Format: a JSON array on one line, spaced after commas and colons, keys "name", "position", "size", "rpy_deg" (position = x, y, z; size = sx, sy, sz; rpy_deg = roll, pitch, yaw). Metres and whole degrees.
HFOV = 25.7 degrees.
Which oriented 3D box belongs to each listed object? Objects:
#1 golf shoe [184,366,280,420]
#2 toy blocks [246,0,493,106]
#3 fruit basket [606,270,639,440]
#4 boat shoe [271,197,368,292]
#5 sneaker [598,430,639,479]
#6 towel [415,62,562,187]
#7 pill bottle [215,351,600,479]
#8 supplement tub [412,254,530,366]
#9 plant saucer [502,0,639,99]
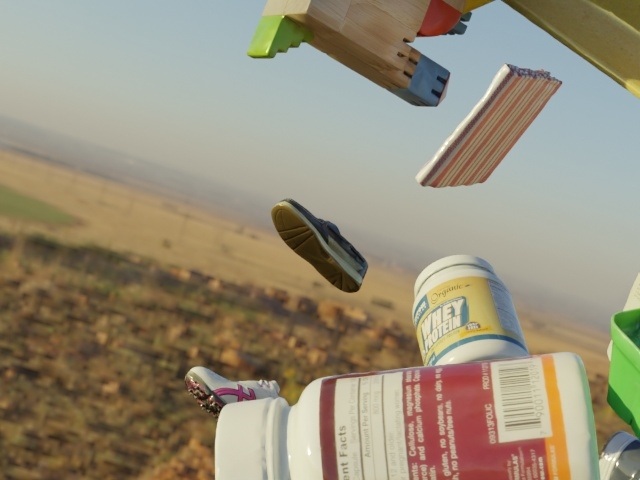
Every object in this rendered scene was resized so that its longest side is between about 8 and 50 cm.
[{"name": "golf shoe", "position": [-0.099, 0.220, 1.916], "size": [0.186, 0.086, 0.067], "rpy_deg": [36, -23, -13]}, {"name": "toy blocks", "position": [0.107, -0.332, 1.630], "size": [0.261, 0.381, 0.190], "rpy_deg": [26, -9, -32]}, {"name": "fruit basket", "position": [0.429, 0.083, 1.334], "size": [0.165, 0.353, 0.327], "rpy_deg": [-2, 37, -33]}, {"name": "boat shoe", "position": [0.000, 0.000, 1.721], "size": [0.056, 0.049, 0.152], "rpy_deg": [-17, -57, 45]}, {"name": "sneaker", "position": [0.434, 0.421, 1.937], "size": [0.153, 0.282, 0.099], "rpy_deg": [22, 15, 41]}, {"name": "towel", "position": [0.169, -0.115, 1.409], "size": [0.029, 0.144, 0.197], "rpy_deg": [42, 18, 16]}, {"name": "pill bottle", "position": [0.097, 0.249, 1.507], "size": [0.392, 0.224, 0.224], "rpy_deg": [-7, -2, 8]}, {"name": "supplement tub", "position": [0.207, 0.131, 1.954], "size": [0.144, 0.144, 0.200], "rpy_deg": [17, 37, -24]}, {"name": "plant saucer", "position": [0.391, -0.358, 1.614], "size": [0.081, 0.333, 0.333], "rpy_deg": [-2, 37, -49]}]
